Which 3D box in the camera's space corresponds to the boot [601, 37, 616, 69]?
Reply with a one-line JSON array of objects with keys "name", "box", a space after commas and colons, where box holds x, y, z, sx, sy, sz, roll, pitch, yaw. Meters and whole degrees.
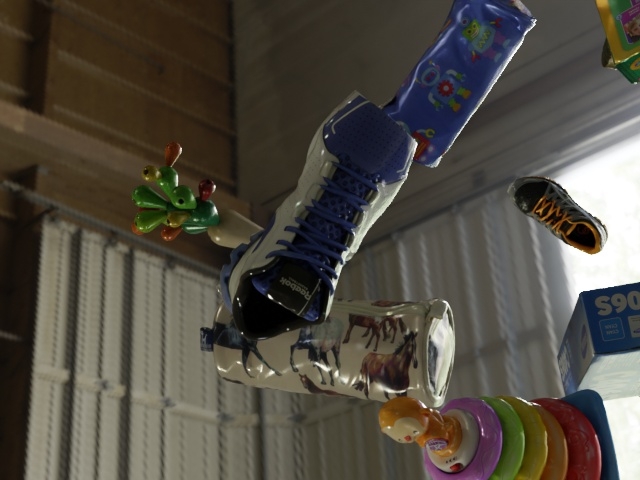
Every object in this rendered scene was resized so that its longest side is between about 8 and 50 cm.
[{"name": "boot", "box": [0.668, -0.396, 1.907, 0.269, 0.236, 0.089, 6, -138, -4]}]

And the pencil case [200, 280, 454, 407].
[{"name": "pencil case", "box": [0.018, 0.156, 1.645, 0.160, 0.410, 0.184, -57, -42, -43]}]

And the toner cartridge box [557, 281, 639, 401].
[{"name": "toner cartridge box", "box": [0.381, 0.125, 1.256, 0.348, 0.165, 0.075, 63, -163, -70]}]

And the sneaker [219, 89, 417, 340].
[{"name": "sneaker", "box": [-0.001, 0.001, 1.185, 0.127, 0.315, 0.182, 33, -165, -14]}]

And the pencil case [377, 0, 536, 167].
[{"name": "pencil case", "box": [0.204, -0.261, 1.664, 0.133, 0.306, 0.119, 34, -162, 0]}]

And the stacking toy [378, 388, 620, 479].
[{"name": "stacking toy", "box": [0.180, 0.229, 1.167, 0.301, 0.175, 0.166, 25, -131, -36]}]

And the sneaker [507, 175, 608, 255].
[{"name": "sneaker", "box": [0.444, -0.047, 1.953, 0.214, 0.084, 0.083, 31, -156, -1]}]

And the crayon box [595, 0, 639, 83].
[{"name": "crayon box", "box": [0.569, -0.381, 1.617, 0.081, 0.278, 0.165, 26, -132, -46]}]

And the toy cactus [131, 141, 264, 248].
[{"name": "toy cactus", "box": [-0.160, -0.040, 1.400, 0.180, 0.219, 0.112, 22, -111, -11]}]
